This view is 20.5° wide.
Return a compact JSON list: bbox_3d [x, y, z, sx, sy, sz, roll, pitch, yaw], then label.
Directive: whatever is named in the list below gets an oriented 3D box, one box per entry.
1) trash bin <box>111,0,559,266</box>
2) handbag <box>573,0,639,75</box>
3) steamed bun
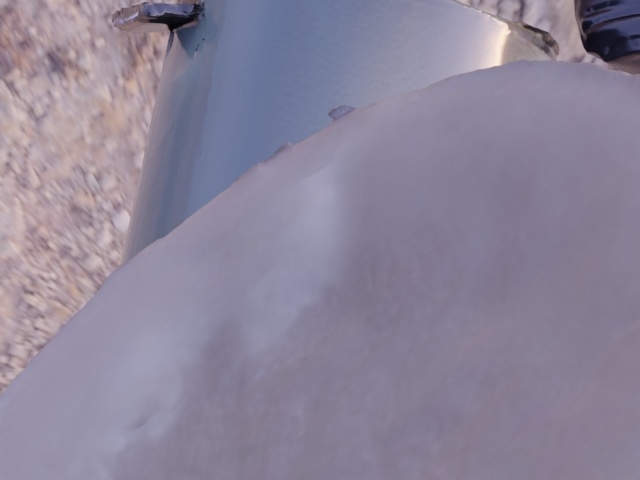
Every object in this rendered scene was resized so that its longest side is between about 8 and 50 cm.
[{"bbox_3d":[0.000,0.000,0.986,0.277,0.217,0.263,15,84,-20],"label":"trash bin"},{"bbox_3d":[0.276,-0.232,0.992,0.275,0.178,0.302,5,82,-35],"label":"handbag"},{"bbox_3d":[0.043,0.119,0.456,0.324,0.324,0.206,-44,120,-6],"label":"steamed bun"}]
